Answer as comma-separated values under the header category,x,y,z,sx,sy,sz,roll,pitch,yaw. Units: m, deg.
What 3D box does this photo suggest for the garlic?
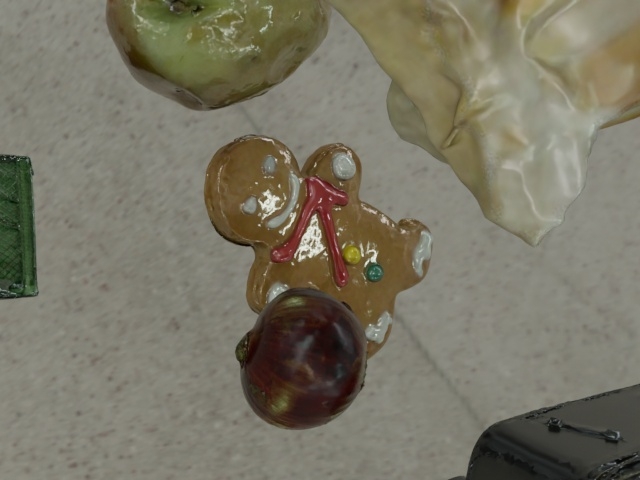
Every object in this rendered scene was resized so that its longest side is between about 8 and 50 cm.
category,x,y,z,sx,sy,sz,roll,pitch,yaw
garlic,0.096,-0.165,0.683,0.286,0.249,0.313,35,31,-3

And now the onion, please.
category,x,y,z,sx,sy,sz,roll,pitch,yaw
onion,-0.015,0.095,1.186,0.118,0.118,0.117,8,80,-26

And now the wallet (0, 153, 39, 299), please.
category,x,y,z,sx,sy,sz,roll,pitch,yaw
wallet,-0.424,-0.012,1.565,0.236,0.055,0.160,-2,92,-25

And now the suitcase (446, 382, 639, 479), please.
category,x,y,z,sx,sy,sz,roll,pitch,yaw
suitcase,0.294,0.287,1.385,0.434,0.194,0.283,-5,111,-44

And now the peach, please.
category,x,y,z,sx,sy,sz,roll,pitch,yaw
peach,-0.095,-0.231,1.446,0.235,0.214,0.214,-5,78,-61

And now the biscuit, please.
category,x,y,z,sx,sy,sz,roll,pitch,yaw
biscuit,0.000,0.000,1.643,0.339,0.047,0.216,43,69,-37
